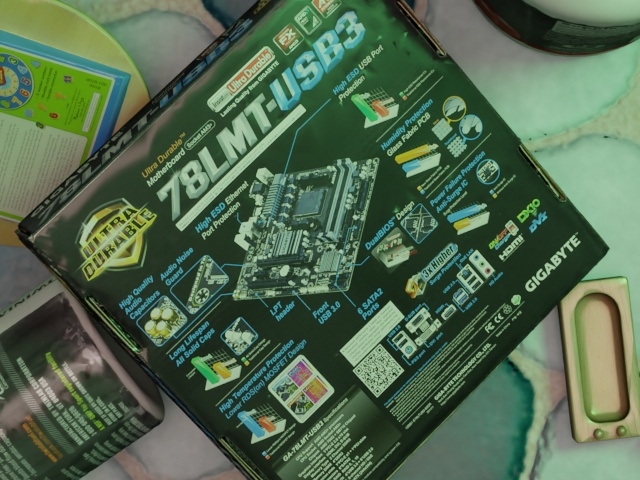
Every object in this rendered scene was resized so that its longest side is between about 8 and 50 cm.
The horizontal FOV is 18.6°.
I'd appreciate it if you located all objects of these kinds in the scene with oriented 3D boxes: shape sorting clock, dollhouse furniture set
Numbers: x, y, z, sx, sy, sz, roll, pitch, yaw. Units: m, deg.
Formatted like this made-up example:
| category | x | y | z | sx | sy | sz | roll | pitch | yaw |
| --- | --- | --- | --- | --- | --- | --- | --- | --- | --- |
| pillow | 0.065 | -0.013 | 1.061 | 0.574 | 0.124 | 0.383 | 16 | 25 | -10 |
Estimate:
| category | x | y | z | sx | sy | sz | roll | pitch | yaw |
| --- | --- | --- | --- | --- | --- | --- | --- | --- | --- |
| shape sorting clock | -0.217 | -0.084 | 1.366 | 0.206 | 0.040 | 0.206 | 0 | 125 | 0 |
| dollhouse furniture set | 0.248 | 0.066 | 1.351 | 0.151 | 0.123 | 0.144 | -6 | 90 | 1 |

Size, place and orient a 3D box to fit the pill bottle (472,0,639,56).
| category | x | y | z | sx | sy | sz | roll | pitch | yaw |
| --- | --- | --- | --- | --- | --- | --- | --- | --- | --- |
| pill bottle | 0.177 | -0.218 | 1.252 | 0.176 | 0.318 | 0.176 | 0 | 89 | 2 |

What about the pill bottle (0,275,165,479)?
| category | x | y | z | sx | sy | sz | roll | pitch | yaw |
| --- | --- | --- | --- | --- | --- | --- | --- | --- | --- |
| pill bottle | -0.242 | 0.139 | 1.360 | 0.246 | 0.130 | 0.130 | -34 | 90 | 1 |

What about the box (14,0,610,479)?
| category | x | y | z | sx | sy | sz | roll | pitch | yaw |
| --- | --- | --- | --- | --- | --- | --- | --- | --- | --- |
| box | 0.000 | 0.000 | 1.321 | 0.295 | 0.073 | 0.293 | -45 | 105 | -9 |
